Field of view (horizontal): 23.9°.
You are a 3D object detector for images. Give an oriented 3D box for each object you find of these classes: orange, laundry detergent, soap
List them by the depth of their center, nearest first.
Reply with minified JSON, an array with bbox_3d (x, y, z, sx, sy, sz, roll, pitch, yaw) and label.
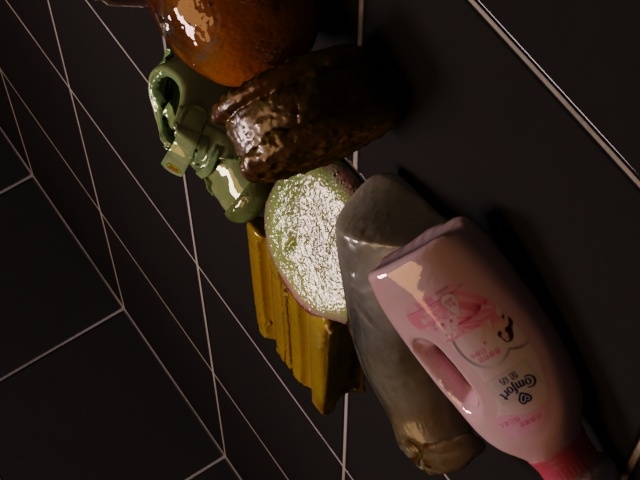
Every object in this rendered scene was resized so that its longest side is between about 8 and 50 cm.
[{"bbox_3d":[0.191,0.139,1.576,0.159,0.088,0.335,-28,100,41],"label":"laundry detergent"},{"bbox_3d":[-0.101,-0.266,1.651,0.224,0.170,0.224,53,162,26],"label":"orange"},{"bbox_3d":[-0.010,0.100,2.156,0.204,0.096,0.324,53,163,24],"label":"soap"}]

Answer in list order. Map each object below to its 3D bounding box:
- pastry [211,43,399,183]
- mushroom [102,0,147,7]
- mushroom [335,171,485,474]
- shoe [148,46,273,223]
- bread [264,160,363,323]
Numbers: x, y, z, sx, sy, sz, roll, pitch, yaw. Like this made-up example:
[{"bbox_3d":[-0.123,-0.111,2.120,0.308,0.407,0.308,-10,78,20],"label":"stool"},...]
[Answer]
[{"bbox_3d":[-0.017,-0.132,1.604,0.103,0.189,0.189,67,165,5],"label":"pastry"},{"bbox_3d":[-0.258,-0.410,1.884,0.173,0.162,0.236,50,160,25],"label":"mushroom"},{"bbox_3d":[0.111,0.114,1.777,0.177,0.126,0.397,35,148,38],"label":"mushroom"},{"bbox_3d":[-0.152,-0.141,2.047,0.140,0.128,0.262,121,135,-68],"label":"shoe"},{"bbox_3d":[0.000,0.000,1.910,0.228,0.033,0.228,25,124,44],"label":"bread"}]
